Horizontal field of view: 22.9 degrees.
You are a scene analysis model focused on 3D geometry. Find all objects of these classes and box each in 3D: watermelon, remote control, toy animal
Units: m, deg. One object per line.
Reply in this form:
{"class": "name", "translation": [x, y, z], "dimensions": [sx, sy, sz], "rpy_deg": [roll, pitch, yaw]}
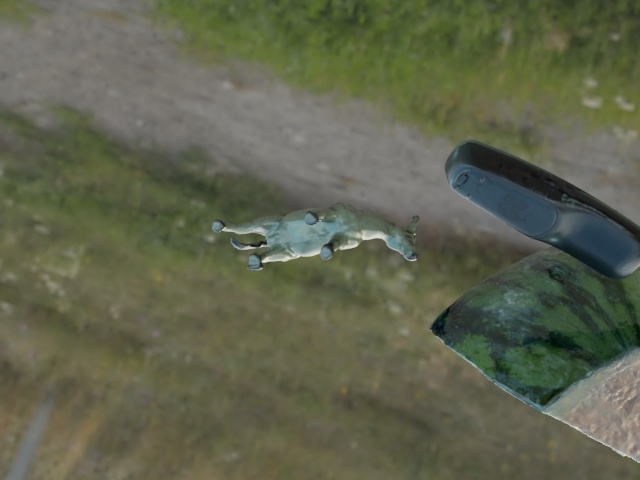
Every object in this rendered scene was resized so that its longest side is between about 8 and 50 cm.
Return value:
{"class": "watermelon", "translation": [0.271, 0.131, 1.731], "dimensions": [0.262, 0.201, 0.213], "rpy_deg": [-19, -150, -17]}
{"class": "remote control", "translation": [0.224, -0.030, 1.563], "dimensions": [0.222, 0.042, 0.072], "rpy_deg": [28, 140, -6]}
{"class": "toy animal", "translation": [0.001, -0.006, 1.874], "dimensions": [0.217, 0.073, 0.176], "rpy_deg": [-4, 179, 25]}
